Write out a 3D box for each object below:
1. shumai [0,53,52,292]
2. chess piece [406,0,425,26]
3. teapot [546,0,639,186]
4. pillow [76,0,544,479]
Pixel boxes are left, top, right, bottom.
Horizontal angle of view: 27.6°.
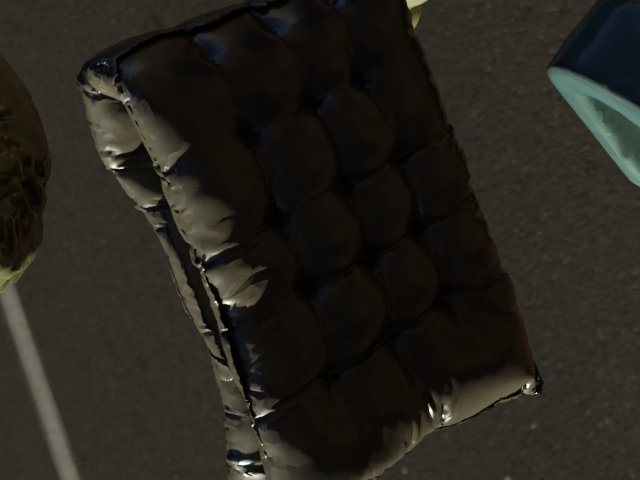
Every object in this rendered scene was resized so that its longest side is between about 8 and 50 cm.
[{"bbox_3d":[-0.441,-0.028,1.185,0.397,0.324,0.323,50,135,21],"label":"shumai"},{"bbox_3d":[0.032,-0.211,1.194,0.133,0.133,0.243,58,140,15],"label":"chess piece"},{"bbox_3d":[0.165,0.012,0.365,0.203,0.225,0.171,35,89,31],"label":"teapot"},{"bbox_3d":[0.000,0.000,0.844,0.101,0.228,0.326,4,117,59],"label":"pillow"}]
